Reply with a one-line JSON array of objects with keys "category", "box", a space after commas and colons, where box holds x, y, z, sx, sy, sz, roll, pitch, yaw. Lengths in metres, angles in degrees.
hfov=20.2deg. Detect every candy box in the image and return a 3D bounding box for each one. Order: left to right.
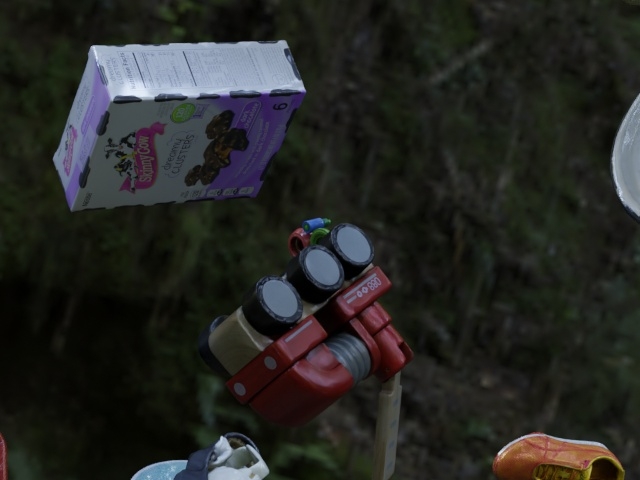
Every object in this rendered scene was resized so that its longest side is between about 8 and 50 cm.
[{"category": "candy box", "box": [-0.135, -0.108, 1.691, 0.196, 0.165, 0.070, -5, 56, -27]}]

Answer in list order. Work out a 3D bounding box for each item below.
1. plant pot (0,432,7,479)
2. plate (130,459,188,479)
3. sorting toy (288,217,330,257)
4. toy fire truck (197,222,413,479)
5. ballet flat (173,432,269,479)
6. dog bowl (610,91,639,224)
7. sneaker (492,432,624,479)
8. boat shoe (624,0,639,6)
[{"category": "plant pot", "box": [-0.508, 0.245, 1.927, 0.267, 0.236, 0.267, 55, 5, -24]}, {"category": "plate", "box": [-0.066, 0.234, 1.414, 0.188, 0.024, 0.188, 20, 17, -7]}, {"category": "sorting toy", "box": [0.000, 0.000, 2.416, 0.042, 0.061, 0.102, -15, 11, -39]}, {"category": "toy fire truck", "box": [0.014, 0.143, 1.879, 0.246, 0.158, 0.217, 51, 41, 3]}, {"category": "ballet flat", "box": [-0.071, 0.185, 1.314, 0.074, 0.074, 0.203, 16, 9, -1]}, {"category": "dog bowl", "box": [0.513, -0.097, 1.853, 0.408, 0.408, 0.150, 20, -29, 56]}, {"category": "sneaker", "box": [0.294, 0.275, 2.200, 0.175, 0.064, 0.067, 1, 21, -21]}, {"category": "boat shoe", "box": [0.388, -0.377, 1.982, 0.089, 0.285, 0.104, 12, 40, -24]}]
